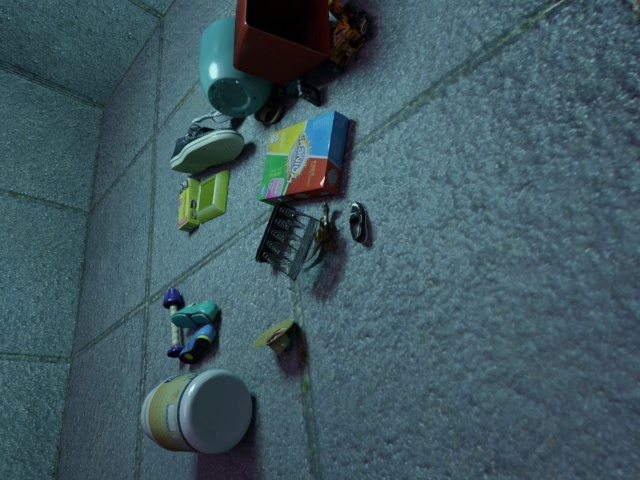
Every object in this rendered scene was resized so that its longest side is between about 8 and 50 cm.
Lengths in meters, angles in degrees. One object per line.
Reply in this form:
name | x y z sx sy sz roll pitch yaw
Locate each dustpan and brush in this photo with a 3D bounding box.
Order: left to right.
dustpan and brush | -0.415 -0.501 1.815 0.211 0.060 0.147 -39 36 -21

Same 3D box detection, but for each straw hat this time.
straw hat | -0.118 0.286 1.282 0.144 0.144 0.061 -28 99 39

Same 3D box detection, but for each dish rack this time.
dish rack | -0.097 -0.001 1.319 0.271 0.074 0.208 30 100 66

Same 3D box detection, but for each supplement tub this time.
supplement tub | -0.381 0.514 1.366 0.316 0.228 0.228 -21 61 42

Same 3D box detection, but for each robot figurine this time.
robot figurine | 0.045 -0.668 1.437 0.211 0.085 0.291 -44 47 29

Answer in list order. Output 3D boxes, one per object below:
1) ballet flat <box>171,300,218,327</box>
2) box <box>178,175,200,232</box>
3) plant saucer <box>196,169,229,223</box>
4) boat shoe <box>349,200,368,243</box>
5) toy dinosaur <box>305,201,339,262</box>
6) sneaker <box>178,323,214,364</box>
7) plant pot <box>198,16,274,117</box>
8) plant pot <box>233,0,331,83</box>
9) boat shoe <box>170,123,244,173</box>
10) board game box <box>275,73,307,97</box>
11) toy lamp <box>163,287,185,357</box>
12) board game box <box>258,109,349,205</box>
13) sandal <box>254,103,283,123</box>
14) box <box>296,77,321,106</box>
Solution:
ballet flat | -0.452 0.267 1.661 0.247 0.083 0.087 -16 30 42
box | -0.562 -0.157 1.943 0.087 0.058 0.232 -28 57 38
plant saucer | -0.443 -0.181 1.831 0.188 0.045 0.188 -17 64 44
boat shoe | 0.094 -0.051 1.192 0.046 0.038 0.125 -25 58 40
toy dinosaur | 0.000 0.000 1.277 0.211 0.064 0.112 -67 23 5
sneaker | -0.435 0.369 1.616 0.209 0.069 0.082 -46 21 34
plant pot | -0.291 -0.581 1.598 0.293 0.293 0.235 -28 50 39
plant pot | -0.145 -0.647 1.405 0.235 0.267 0.267 -30 57 55
boat shoe | -0.471 -0.389 1.837 0.500 0.186 0.156 -5 78 52
board game box | -0.089 -0.597 1.605 0.126 0.026 0.186 23 94 49
toy lamp | -0.568 0.312 1.764 0.080 0.080 0.275 -42 49 30
board game box | -0.059 -0.246 1.414 0.316 0.064 0.242 -5 73 47
sandal | -0.202 -0.470 1.665 0.180 0.049 0.072 17 89 49
box | -0.038 -0.474 1.459 0.018 0.083 0.067 -31 54 37
